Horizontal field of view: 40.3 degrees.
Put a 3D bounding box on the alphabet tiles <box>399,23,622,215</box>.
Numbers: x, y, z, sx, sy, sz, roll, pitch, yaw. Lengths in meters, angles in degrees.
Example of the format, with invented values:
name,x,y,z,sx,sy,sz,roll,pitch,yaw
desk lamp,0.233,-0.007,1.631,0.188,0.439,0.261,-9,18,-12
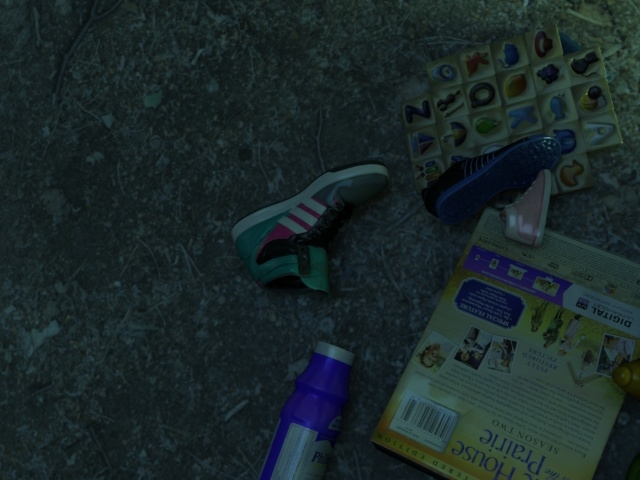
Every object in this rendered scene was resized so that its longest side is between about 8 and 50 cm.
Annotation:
name,x,y,z,sx,sy,sz,roll,pitch,yaw
alphabet tiles,0.309,-0.197,1.453,0.342,0.011,0.285,-14,76,17

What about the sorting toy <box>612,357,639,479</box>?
name,x,y,z,sx,sy,sz,roll,pitch,yaw
sorting toy,0.429,0.312,1.188,0.126,0.127,0.366,11,88,-22

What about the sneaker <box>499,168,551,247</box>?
name,x,y,z,sx,sy,sz,roll,pitch,yaw
sneaker,0.316,-0.057,1.350,0.070,0.051,0.134,11,66,10

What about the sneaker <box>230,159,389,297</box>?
name,x,y,z,sx,sy,sz,roll,pitch,yaw
sneaker,0.000,0.000,1.446,0.295,0.124,0.179,-27,64,16

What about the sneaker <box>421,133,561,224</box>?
name,x,y,z,sx,sy,sz,roll,pitch,yaw
sneaker,0.269,-0.111,1.404,0.232,0.081,0.090,-28,30,-6

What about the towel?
name,x,y,z,sx,sy,sz,roll,pitch,yaw
towel,0.420,-0.291,1.454,0.067,0.029,0.119,-42,68,1

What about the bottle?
name,x,y,z,sx,sy,sz,roll,pitch,yaw
bottle,-0.021,0.302,1.376,0.092,0.118,0.283,17,80,20

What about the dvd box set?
name,x,y,z,sx,sy,sz,roll,pitch,yaw
dvd box set,0.302,0.182,1.300,0.307,0.062,0.421,21,71,21
